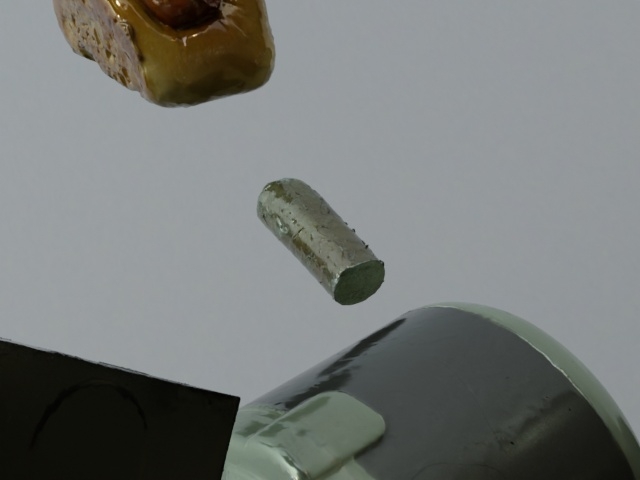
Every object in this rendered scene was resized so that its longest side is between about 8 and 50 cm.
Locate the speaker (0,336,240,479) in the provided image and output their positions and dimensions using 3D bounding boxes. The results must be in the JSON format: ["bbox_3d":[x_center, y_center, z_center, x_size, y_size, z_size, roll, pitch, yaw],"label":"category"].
[{"bbox_3d":[-0.126,0.078,0.498,0.218,0.044,0.082,22,-101,-48],"label":"speaker"}]

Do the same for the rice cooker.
[{"bbox_3d":[0.055,0.206,0.881,0.277,0.288,0.288,-28,-43,-31],"label":"rice cooker"}]

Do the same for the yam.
[{"bbox_3d":[0.000,0.000,1.052,0.054,0.132,0.054,-20,-48,-24],"label":"yam"}]

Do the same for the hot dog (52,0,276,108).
[{"bbox_3d":[-0.145,-0.221,1.134,0.150,0.256,0.153,-20,-59,-25],"label":"hot dog"}]
